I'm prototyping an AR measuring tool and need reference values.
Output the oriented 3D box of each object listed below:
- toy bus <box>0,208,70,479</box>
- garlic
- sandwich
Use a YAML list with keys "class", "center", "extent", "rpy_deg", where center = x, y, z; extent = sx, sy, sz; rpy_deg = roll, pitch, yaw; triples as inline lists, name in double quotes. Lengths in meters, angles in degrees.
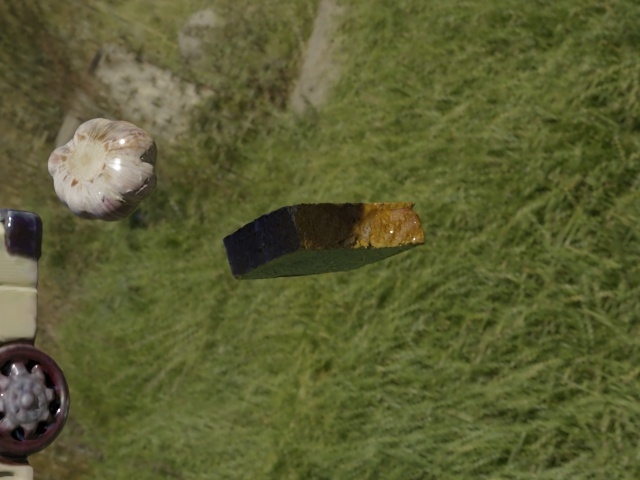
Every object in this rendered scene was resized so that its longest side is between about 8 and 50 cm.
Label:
- class: "toy bus"
  center: [-0.233, 0.133, 0.491]
  extent: [0.143, 0.179, 0.305]
  rpy_deg: [-9, 78, 43]
- class: "garlic"
  center: [-0.285, -0.094, 1.402]
  extent: [0.159, 0.102, 0.147]
  rpy_deg: [-20, 66, 22]
- class: "sandwich"
  center: [0.000, 0.000, 1.345]
  extent: [0.186, 0.215, 0.065]
  rpy_deg: [-24, 74, 49]
